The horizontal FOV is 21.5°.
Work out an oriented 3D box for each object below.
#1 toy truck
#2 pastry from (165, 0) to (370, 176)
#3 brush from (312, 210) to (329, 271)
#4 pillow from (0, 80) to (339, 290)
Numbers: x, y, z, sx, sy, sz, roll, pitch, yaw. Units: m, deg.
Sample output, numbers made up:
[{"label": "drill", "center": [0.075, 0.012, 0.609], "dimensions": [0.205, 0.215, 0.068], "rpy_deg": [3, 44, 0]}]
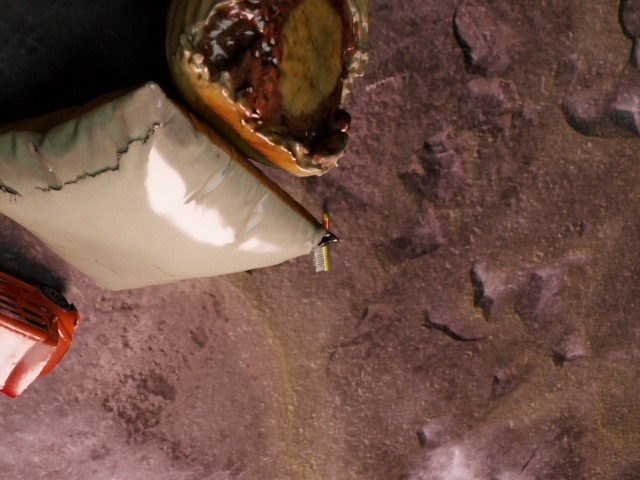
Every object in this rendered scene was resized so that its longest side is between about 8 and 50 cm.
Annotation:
[{"label": "toy truck", "center": [-0.363, 0.088, 1.769], "dimensions": [0.252, 0.114, 0.107], "rpy_deg": [29, 105, -41]}, {"label": "pastry", "center": [-0.065, -0.204, 1.686], "dimensions": [0.256, 0.170, 0.237], "rpy_deg": [44, 56, -48]}, {"label": "brush", "center": [0.000, 0.000, 1.980], "dimensions": [0.021, 0.019, 0.083], "rpy_deg": [-8, 130, -13]}, {"label": "pillow", "center": [-0.191, -0.046, 1.702], "dimensions": [0.312, 0.119, 0.310], "rpy_deg": [-10, 143, 32]}]
